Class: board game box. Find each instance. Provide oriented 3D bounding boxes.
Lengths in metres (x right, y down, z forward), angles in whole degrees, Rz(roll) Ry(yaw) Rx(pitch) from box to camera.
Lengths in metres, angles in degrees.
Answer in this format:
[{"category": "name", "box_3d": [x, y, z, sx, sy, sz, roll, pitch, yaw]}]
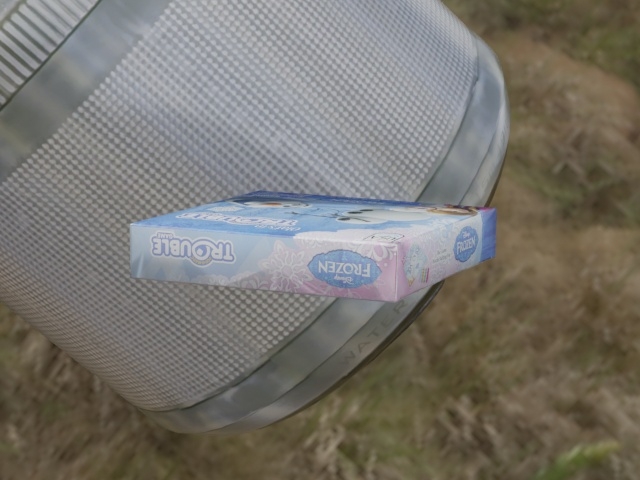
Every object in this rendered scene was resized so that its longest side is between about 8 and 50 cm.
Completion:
[{"category": "board game box", "box_3d": [0.000, 0.000, 0.523, 0.090, 0.020, 0.090, 5, 11, 24]}]

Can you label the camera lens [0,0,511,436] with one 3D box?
[{"category": "camera lens", "box_3d": [-0.075, -0.068, 0.678, 0.274, 0.219, 0.219, 41, 26, -20]}]
